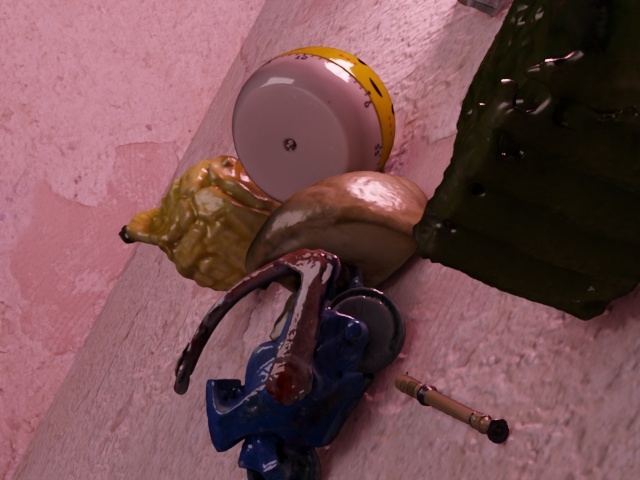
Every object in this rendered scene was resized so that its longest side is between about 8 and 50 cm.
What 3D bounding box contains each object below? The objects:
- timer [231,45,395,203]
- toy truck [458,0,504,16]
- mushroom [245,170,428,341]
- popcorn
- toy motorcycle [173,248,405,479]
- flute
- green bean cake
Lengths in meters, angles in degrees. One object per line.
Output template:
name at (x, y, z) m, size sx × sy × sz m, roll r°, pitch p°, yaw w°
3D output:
timer at (0.011, -0.202, 1.621) m, size 0.285 × 0.285 × 0.285 m, roll -48°, pitch 22°, yaw 27°
toy truck at (0.249, -0.452, 1.603) m, size 0.140 × 0.108 × 0.257 m, roll -69°, pitch 21°, yaw 12°
mushroom at (0.003, -0.009, 1.428) m, size 0.292 × 0.211 × 0.217 m, roll -55°, pitch 23°, yaw 34°
popcorn at (-0.167, -0.034, 1.791) m, size 0.237 × 0.293 × 0.293 m, roll -60°, pitch 19°, yaw 16°
toy motorcycle at (-0.042, 0.165, 1.274) m, size 0.241 × 0.182 × 0.319 m, roll 33°, pitch 92°, yaw 43°
flute at (0.135, 0.179, 1.068) m, size 0.027 × 0.027 × 0.233 m, roll -61°, pitch 20°, yaw -6°
green bean cake at (0.240, -0.133, 0.917) m, size 0.319 × 0.218 × 0.335 m, roll -75°, pitch 11°, yaw -45°
